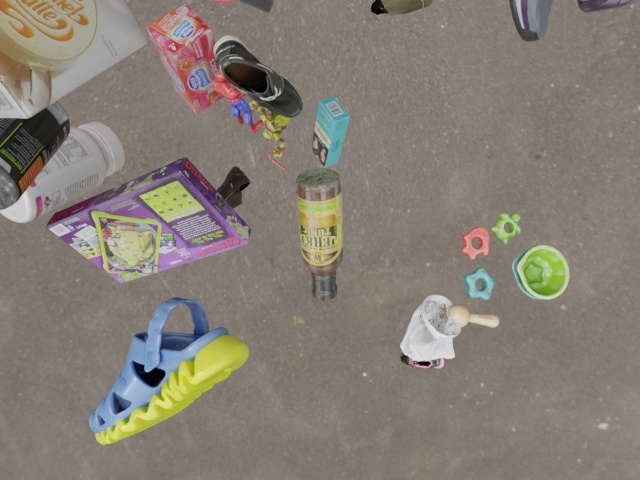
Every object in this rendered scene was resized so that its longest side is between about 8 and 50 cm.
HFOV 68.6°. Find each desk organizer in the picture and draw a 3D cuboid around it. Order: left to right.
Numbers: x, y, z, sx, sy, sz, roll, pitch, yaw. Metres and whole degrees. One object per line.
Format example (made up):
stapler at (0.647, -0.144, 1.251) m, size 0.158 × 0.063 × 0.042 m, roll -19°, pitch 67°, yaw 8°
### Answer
desk organizer at (-0.225, -0.817, 1.570) m, size 0.130 × 0.050 × 0.047 m, roll 11°, pitch 139°, yaw -27°

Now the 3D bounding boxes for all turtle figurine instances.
turtle figurine at (-0.156, -0.388, 1.605) m, size 0.087 × 0.217 × 0.270 m, roll -25°, pitch 86°, yaw -18°

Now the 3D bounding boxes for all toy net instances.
toy net at (0.192, 0.061, 0.584) m, size 0.232 × 0.045 × 0.122 m, roll -33°, pitch 92°, yaw -12°

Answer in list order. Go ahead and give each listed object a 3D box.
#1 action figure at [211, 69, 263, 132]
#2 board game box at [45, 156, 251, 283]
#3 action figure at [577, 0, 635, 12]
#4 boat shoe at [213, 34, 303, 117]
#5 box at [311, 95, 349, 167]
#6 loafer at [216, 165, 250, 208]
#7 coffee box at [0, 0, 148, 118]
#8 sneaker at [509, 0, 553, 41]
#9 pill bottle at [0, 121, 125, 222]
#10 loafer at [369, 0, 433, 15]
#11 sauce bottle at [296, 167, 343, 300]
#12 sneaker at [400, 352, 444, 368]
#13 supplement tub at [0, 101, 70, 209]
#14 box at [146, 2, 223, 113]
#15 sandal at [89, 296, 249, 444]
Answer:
action figure at (-0.214, -0.420, 1.305) m, size 0.091 × 0.280 × 0.139 m, roll 31°, pitch 88°, yaw 12°
board game box at (-0.338, -0.024, 0.928) m, size 0.346 × 0.056 × 0.208 m, roll -16°, pitch 131°, yaw 22°
action figure at (0.230, -0.281, 0.361) m, size 0.099 × 0.285 × 0.185 m, roll -1°, pitch 96°, yaw 37°
boat shoe at (-0.118, -0.310, 0.953) m, size 0.084 × 0.079 × 0.233 m, roll -39°, pitch 142°, yaw 19°
box at (0.029, -0.363, 1.591) m, size 0.060 × 0.100 × 0.244 m, roll -26°, pitch 159°, yaw -19°
loafer at (-0.266, -0.127, 1.376) m, size 0.078 × 0.220 × 0.080 m, roll 28°, pitch 147°, yaw -7°
coffee box at (-0.271, -0.238, 0.362) m, size 0.098 × 0.141 × 0.247 m, roll 11°, pitch 138°, yaw 35°
sneaker at (0.261, -0.340, 0.514) m, size 0.098 × 0.083 × 0.224 m, roll 5°, pitch 121°, yaw 34°
pill bottle at (-0.613, -0.171, 1.099) m, size 0.160 × 0.283 × 0.160 m, roll 15°, pitch 125°, yaw 22°
loafer at (0.226, -0.680, 1.341) m, size 0.087 × 0.251 × 0.094 m, roll -41°, pitch 118°, yaw -8°
sauce bottle at (0.005, -0.002, 1.163) m, size 0.111 × 0.111 × 0.344 m, roll -5°, pitch 122°, yaw 1°
sneaker at (0.236, 0.289, 1.138) m, size 0.119 × 0.057 × 0.047 m, roll -10°, pitch 86°, yaw 46°
supplement tub at (-0.442, -0.123, 0.640) m, size 0.117 × 0.190 × 0.117 m, roll 8°, pitch 142°, yaw 7°
box at (-0.355, -0.490, 1.294) m, size 0.128 × 0.123 × 0.257 m, roll -37°, pitch 164°, yaw -12°
sandal at (-0.247, 0.197, 0.718) m, size 0.317 × 0.126 × 0.138 m, roll -39°, pitch 75°, yaw 20°
